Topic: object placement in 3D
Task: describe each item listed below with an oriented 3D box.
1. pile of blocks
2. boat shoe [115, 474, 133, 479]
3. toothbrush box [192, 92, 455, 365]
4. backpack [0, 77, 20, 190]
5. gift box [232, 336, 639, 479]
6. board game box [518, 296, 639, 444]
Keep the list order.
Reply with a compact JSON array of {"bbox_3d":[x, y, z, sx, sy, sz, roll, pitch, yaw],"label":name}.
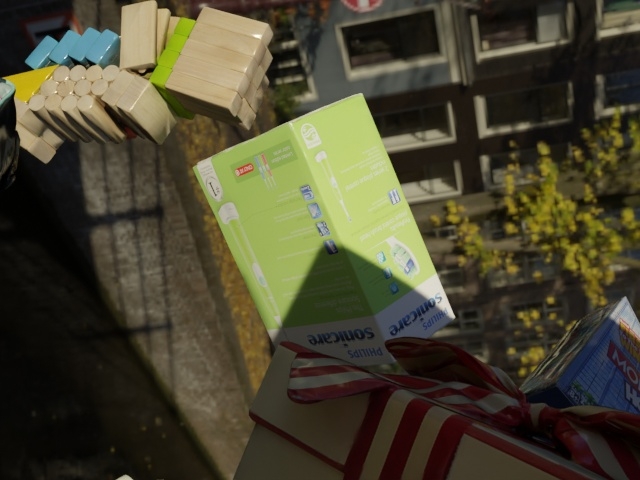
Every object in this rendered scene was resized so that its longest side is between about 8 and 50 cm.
[{"bbox_3d":[-0.219,-0.175,0.948,0.112,0.362,0.148,56,31,-66],"label":"pile of blocks"},{"bbox_3d":[-0.228,0.370,1.034,0.228,0.069,0.081,11,-60,54],"label":"boat shoe"},{"bbox_3d":[0.000,0.000,0.968,0.122,0.206,0.283,-28,97,-39],"label":"toothbrush box"},{"bbox_3d":[-0.338,-0.093,0.619,0.166,0.189,0.144,-103,-164,-61],"label":"backpack"},{"bbox_3d":[0.080,0.194,0.425,0.276,0.255,0.258,31,80,-49],"label":"gift box"},{"bbox_3d":[0.258,0.146,0.707,0.194,0.060,0.194,49,39,-6],"label":"board game box"}]
